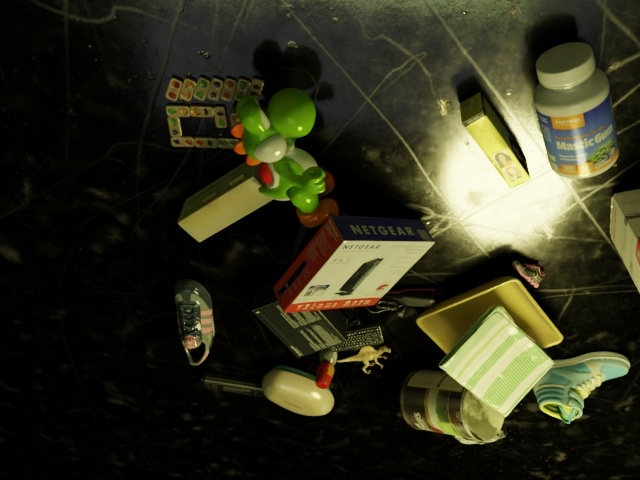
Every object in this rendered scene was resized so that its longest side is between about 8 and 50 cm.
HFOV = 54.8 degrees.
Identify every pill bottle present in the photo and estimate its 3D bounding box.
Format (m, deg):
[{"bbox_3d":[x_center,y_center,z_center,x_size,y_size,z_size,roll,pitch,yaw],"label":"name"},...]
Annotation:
[{"bbox_3d":[0.550,-0.280,1.338,0.152,0.152,0.272,-16,130,19],"label":"pill bottle"}]

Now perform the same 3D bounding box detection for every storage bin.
[{"bbox_3d":[0.000,0.000,1.695,0.122,0.084,0.180,16,131,-9],"label":"storage bin"}]

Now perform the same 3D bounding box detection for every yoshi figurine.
[{"bbox_3d":[-0.047,-0.206,1.422,0.203,0.203,0.362,17,155,39],"label":"yoshi figurine"}]

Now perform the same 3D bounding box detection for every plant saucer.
[{"bbox_3d":[0.510,0.245,1.877,0.332,0.081,0.333,-28,125,27],"label":"plant saucer"}]

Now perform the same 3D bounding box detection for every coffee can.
[{"bbox_3d":[0.421,0.522,1.988,0.201,0.202,0.275,38,153,-26],"label":"coffee can"}]

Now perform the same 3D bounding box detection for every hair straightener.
[{"bbox_3d":[0.227,0.181,1.838,0.230,0.089,0.047,4,135,2],"label":"hair straightener"}]

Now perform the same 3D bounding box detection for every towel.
[{"bbox_3d":[0.530,0.361,1.828,0.325,0.038,0.248,40,92,-27],"label":"towel"}]

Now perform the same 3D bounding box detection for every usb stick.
[{"bbox_3d":[-0.292,0.527,2.237,0.277,0.045,0.077,9,140,-3],"label":"usb stick"}]

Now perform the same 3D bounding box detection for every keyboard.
[{"bbox_3d":[0.106,0.305,1.991,0.180,0.023,0.108,-12,112,9],"label":"keyboard"}]

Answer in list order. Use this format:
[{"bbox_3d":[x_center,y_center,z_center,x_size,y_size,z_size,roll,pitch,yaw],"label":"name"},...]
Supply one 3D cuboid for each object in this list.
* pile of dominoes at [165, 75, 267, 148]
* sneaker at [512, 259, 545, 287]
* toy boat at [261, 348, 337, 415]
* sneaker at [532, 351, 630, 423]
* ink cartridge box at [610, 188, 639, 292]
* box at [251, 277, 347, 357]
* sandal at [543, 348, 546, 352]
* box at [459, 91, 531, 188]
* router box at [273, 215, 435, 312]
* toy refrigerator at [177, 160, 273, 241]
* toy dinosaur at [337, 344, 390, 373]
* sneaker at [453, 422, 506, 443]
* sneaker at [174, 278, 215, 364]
[{"bbox_3d":[-0.250,-0.294,1.475,0.251,0.040,0.196,2,133,3],"label":"pile of dominoes"},{"bbox_3d":[0.593,0.082,1.751,0.119,0.047,0.057,35,107,-27],"label":"sneaker"},{"bbox_3d":[-0.039,0.480,2.121,0.267,0.148,0.318,29,136,-14],"label":"toy boat"},{"bbox_3d":[0.840,0.480,1.977,0.318,0.208,0.127,-15,128,18],"label":"sneaker"},{"bbox_3d":[0.799,-0.001,1.528,0.092,0.218,0.159,-12,131,9],"label":"ink cartridge box"},{"bbox_3d":[-0.059,0.230,1.901,0.184,0.103,0.261,-23,127,21],"label":"box"},{"bbox_3d":[0.669,0.362,1.951,0.179,0.040,0.067,-34,167,1],"label":"sandal"},{"bbox_3d":[0.410,-0.230,1.444,0.058,0.087,0.232,-28,126,30],"label":"box"},{"bbox_3d":[0.088,0.065,1.636,0.335,0.082,0.301,0,141,-40],"label":"router box"},{"bbox_3d":[-0.243,-0.110,1.603,0.269,0.102,0.094,-27,125,27],"label":"toy refrigerator"},{"bbox_3d":[0.154,0.396,2.082,0.183,0.053,0.093,-18,114,11],"label":"toy dinosaur"},{"bbox_3d":[0.507,0.670,2.242,0.330,0.122,0.146,29,127,-20],"label":"sneaker"},{"bbox_3d":[-0.396,0.262,1.941,0.112,0.131,0.319,-1,132,6],"label":"sneaker"}]
